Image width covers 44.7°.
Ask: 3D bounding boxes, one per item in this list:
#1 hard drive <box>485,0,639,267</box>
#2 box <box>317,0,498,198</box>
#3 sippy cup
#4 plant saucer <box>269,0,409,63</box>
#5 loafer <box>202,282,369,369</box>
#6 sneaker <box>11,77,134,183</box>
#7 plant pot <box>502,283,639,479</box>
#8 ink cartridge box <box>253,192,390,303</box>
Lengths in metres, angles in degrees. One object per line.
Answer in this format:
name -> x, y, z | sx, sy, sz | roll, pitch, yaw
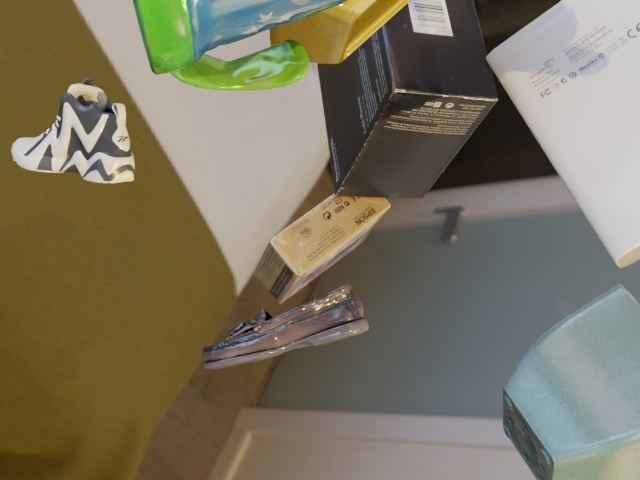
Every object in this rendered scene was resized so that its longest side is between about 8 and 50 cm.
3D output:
hard drive -> 0.382, -0.171, 0.962 | 0.047, 0.233, 0.353 | 30, 32, -51
box -> 0.130, -0.296, 1.351 | 0.178, 0.312, 0.343 | 2, 64, -17
sippy cup -> -0.051, -0.267, 0.610 | 0.305, 0.224, 0.240 | 153, -77, -80
plant saucer -> 0.089, -0.327, 0.882 | 0.081, 0.332, 0.333 | 49, -1, -3
loafer -> -0.069, 0.154, 1.385 | 0.109, 0.302, 0.095 | 53, 23, -83
sneaker -> -0.391, -0.181, 1.225 | 0.094, 0.235, 0.153 | -12, 112, -55
plant pot -> 0.433, 0.271, 1.242 | 0.248, 0.252, 0.247 | 75, -11, -48
ink cartridge box -> 0.000, 0.000, 1.466 | 0.234, 0.193, 0.088 | -37, 81, -22
